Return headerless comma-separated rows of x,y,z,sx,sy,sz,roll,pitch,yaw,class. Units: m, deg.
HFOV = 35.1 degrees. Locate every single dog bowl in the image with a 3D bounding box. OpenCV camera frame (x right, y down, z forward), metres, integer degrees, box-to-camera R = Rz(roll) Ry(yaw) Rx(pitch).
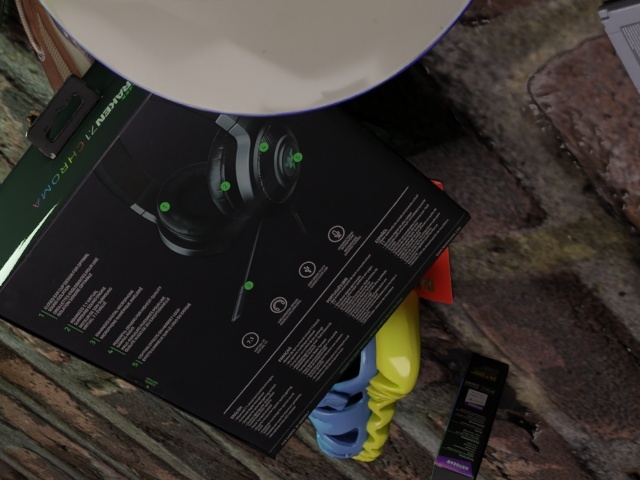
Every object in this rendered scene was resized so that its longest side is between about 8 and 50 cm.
-0.030,-0.201,0.516,0.265,0.104,0.264,3,114,6,dog bowl

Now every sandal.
0.015,0.135,1.035,0.138,0.126,0.317,5,147,-2,sandal

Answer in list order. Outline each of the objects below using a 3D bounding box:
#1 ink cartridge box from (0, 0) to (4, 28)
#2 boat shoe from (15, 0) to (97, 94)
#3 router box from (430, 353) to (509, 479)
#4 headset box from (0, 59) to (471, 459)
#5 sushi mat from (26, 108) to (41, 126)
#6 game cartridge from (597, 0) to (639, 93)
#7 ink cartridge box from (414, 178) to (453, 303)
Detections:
-0.389,-0.204,0.786,0.273,0.114,0.197,9,152,-18,ink cartridge box
-0.149,-0.111,0.827,0.116,0.123,0.324,18,135,45,boat shoe
0.154,0.223,1.089,0.046,0.133,0.179,17,146,13,router box
-0.080,-0.016,0.740,0.283,0.246,0.131,34,-173,-33,headset box
-0.186,-0.003,0.973,0.151,0.019,0.316,49,171,19,sushi mat
0.221,-0.125,0.652,0.056,0.017,0.083,-3,138,43,game cartridge
0.000,0.000,0.952,0.232,0.066,0.189,16,147,23,ink cartridge box
